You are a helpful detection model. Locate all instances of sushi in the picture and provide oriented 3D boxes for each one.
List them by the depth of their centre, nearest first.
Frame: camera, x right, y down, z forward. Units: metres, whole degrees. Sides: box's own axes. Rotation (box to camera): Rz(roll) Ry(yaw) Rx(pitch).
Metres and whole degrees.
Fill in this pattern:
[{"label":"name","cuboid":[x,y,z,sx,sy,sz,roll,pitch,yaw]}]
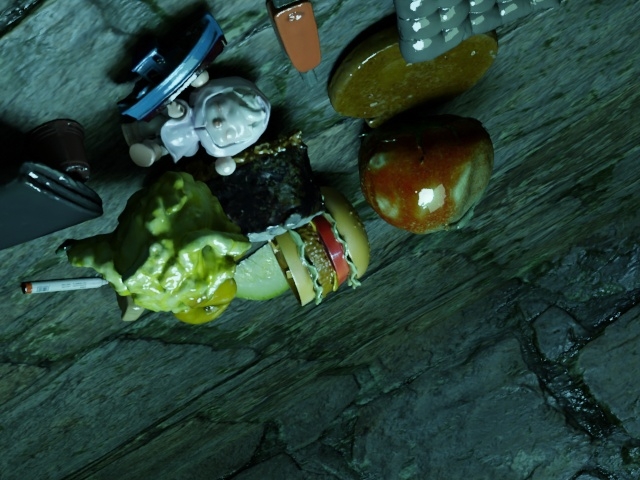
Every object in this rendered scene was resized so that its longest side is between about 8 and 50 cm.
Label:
[{"label":"sushi","cuboid":[-0.166,-0.088,1.943,0.349,0.207,0.234,-17,-175,8]}]

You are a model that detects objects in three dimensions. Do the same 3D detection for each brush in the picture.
[{"label":"brush","cuboid":[-0.038,-0.357,1.676,0.070,0.051,0.323,-28,157,-2]}]

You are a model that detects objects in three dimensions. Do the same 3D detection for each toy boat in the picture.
[{"label":"toy boat","cuboid":[-0.252,-0.291,1.563,0.223,0.100,0.097,-40,118,18]}]

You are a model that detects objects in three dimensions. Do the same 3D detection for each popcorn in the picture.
[{"label":"popcorn","cuboid":[-0.270,0.009,1.719,0.293,0.237,0.293,-35,-170,7]}]

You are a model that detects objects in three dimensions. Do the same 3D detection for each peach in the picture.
[{"label":"peach","cuboid":[-0.298,0.138,2.401,0.179,0.103,0.179,-18,151,-10]}]

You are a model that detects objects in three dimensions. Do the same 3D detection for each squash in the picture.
[{"label":"squash","cuboid":[-0.132,0.068,2.537,0.237,0.155,0.204,-33,120,19]}]

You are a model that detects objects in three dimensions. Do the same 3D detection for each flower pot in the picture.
[{"label":"flower pot","cuboid":[-0.449,-0.141,1.657,0.111,0.089,0.111,-22,157,-10]}]

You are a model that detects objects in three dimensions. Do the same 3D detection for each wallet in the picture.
[{"label":"wallet","cuboid":[-0.602,-0.032,1.641,0.406,0.062,0.228,-16,162,18]}]

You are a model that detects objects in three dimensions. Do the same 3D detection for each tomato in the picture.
[{"label":"tomato","cuboid":[0.229,-0.144,2.080,0.304,0.303,0.238,-16,111,-23]}]

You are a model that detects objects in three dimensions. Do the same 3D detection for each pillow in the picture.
[{"label":"pillow","cuboid":[0.278,-0.463,1.682,0.326,0.101,0.228,-22,141,-4]}]

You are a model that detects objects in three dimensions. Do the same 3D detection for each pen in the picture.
[{"label":"pen","cuboid":[-0.564,0.098,2.135,0.218,0.026,0.026,-4,148,-43]}]

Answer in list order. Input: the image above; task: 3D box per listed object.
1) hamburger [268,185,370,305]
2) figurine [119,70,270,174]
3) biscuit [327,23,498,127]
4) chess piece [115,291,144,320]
[{"label":"hamburger","cuboid":[0.000,0.000,2.205,0.212,0.274,0.274,-24,157,-8]},{"label":"figurine","cuboid":[-0.214,-0.210,1.706,0.276,0.200,0.133,-19,-163,-13]},{"label":"biscuit","cuboid":[0.182,-0.340,1.936,0.368,0.063,0.314,-11,157,-31]},{"label":"chess piece","cuboid":[-0.389,0.061,2.118,0.137,0.137,0.301,-8,154,-38]}]
